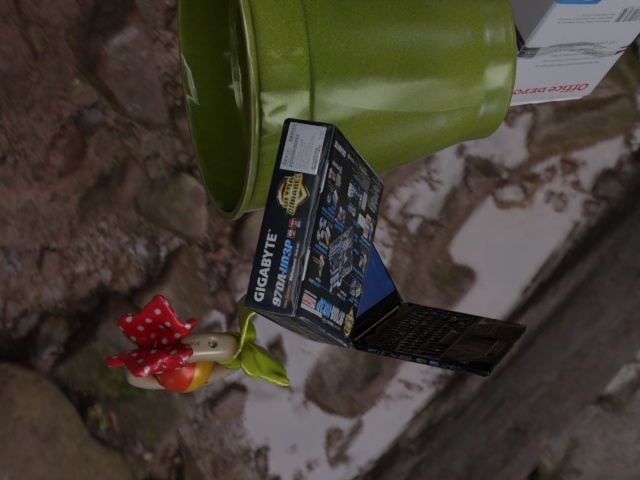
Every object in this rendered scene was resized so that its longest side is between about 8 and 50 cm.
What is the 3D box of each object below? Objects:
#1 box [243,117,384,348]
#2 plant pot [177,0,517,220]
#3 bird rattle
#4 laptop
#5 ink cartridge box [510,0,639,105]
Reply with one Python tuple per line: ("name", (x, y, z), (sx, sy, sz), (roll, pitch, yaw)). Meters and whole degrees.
("box", (0.000, 0.000, 1.238), (0.051, 0.220, 0.175), (10, 81, 16))
("plant pot", (0.036, -0.226, 1.610), (0.352, 0.366, 0.367), (-7, 111, -16))
("bird rattle", (-0.172, 0.158, 1.720), (0.253, 0.207, 0.143), (-8, 71, -36))
("laptop", (0.113, 0.052, 1.626), (0.264, 0.234, 0.137), (10, 104, 18))
("ink cartridge box", (0.380, -0.356, 2.026), (0.223, 0.129, 0.307), (-8, 151, -30))
